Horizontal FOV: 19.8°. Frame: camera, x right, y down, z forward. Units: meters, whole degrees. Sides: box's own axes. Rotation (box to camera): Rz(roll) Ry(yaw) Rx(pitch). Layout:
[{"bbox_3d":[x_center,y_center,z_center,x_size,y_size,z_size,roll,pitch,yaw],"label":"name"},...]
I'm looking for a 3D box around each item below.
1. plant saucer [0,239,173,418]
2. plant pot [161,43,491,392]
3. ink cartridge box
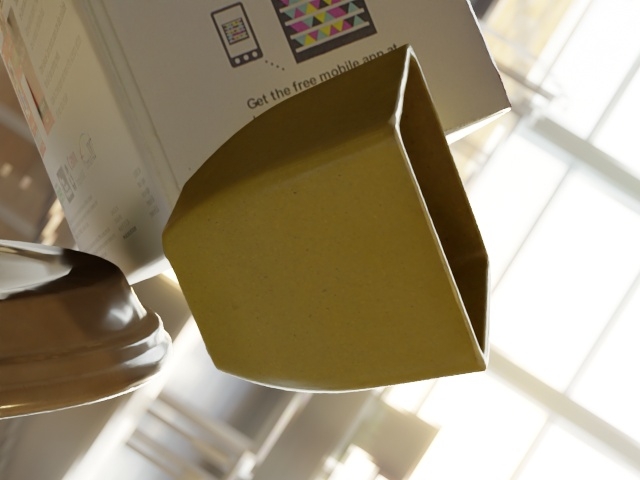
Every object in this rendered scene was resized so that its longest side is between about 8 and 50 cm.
[{"bbox_3d":[-0.196,0.028,0.714,0.278,0.278,0.041,-21,113,-75],"label":"plant saucer"},{"bbox_3d":[0.000,0.000,0.558,0.083,0.081,0.081,-18,-160,12],"label":"plant pot"},{"bbox_3d":[-0.071,-0.132,0.754,0.130,0.272,0.309,-22,-179,-13],"label":"ink cartridge box"}]
